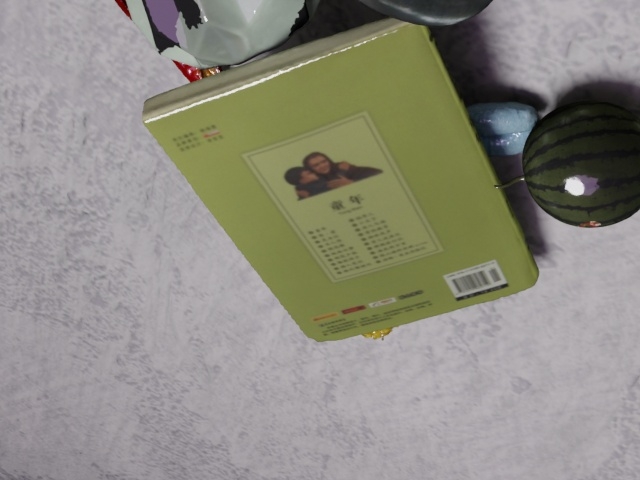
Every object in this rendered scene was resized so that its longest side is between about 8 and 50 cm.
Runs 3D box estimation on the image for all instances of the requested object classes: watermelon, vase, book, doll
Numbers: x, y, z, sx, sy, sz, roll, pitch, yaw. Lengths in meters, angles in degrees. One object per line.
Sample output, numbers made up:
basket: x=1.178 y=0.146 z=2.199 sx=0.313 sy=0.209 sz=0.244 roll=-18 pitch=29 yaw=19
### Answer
watermelon: x=0.209 y=-0.060 z=0.869 sx=0.133 sy=0.105 sz=0.105 roll=-9 pitch=130 yaw=13
vase: x=-0.120 y=-0.308 z=0.766 sx=0.165 sy=0.165 sz=0.360 roll=-3 pitch=128 yaw=31
book: x=0.035 y=-0.034 z=0.917 sx=0.239 sy=0.035 sz=0.352 roll=-16 pitch=138 yaw=17
doll: x=0.097 y=-0.104 z=0.925 sx=0.180 sy=0.075 sz=0.120 roll=-11 pitch=145 yaw=5

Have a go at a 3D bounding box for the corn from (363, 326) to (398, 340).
corn: x=-0.003 y=-0.001 z=1.063 sx=0.260 sy=0.091 sz=0.091 roll=50 pitch=169 yaw=-25

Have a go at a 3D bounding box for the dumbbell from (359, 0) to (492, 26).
dumbbell: x=0.118 y=-0.290 z=0.629 sx=0.179 sy=0.179 sz=0.406 roll=35 pitch=138 yaw=-8

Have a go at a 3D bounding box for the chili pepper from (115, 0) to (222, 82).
chili pepper: x=-0.158 y=-0.227 z=0.947 sx=0.268 sy=0.059 sz=0.050 roll=52 pitch=172 yaw=-30
